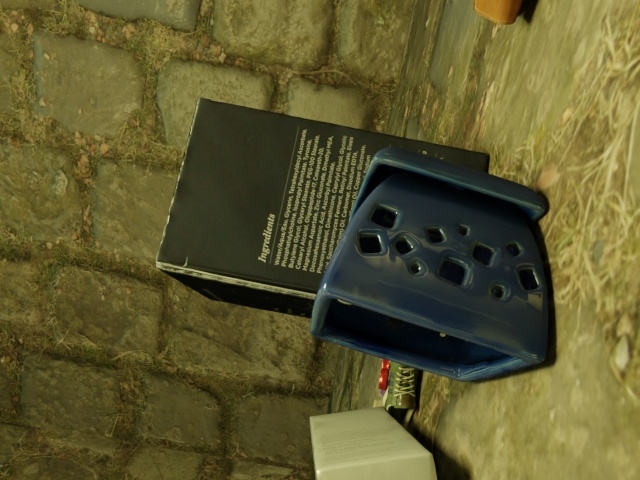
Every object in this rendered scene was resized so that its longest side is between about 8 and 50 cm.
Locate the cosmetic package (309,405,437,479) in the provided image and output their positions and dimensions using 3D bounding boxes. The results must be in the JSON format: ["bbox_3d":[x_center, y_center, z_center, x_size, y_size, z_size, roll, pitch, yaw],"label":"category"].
[{"bbox_3d":[0.072,0.403,0.793,0.385,0.157,0.217,108,155,-78],"label":"cosmetic package"}]

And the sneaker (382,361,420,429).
[{"bbox_3d":[0.162,0.282,0.967,0.086,0.065,0.191,-94,11,-63],"label":"sneaker"}]

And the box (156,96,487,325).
[{"bbox_3d":[0.000,0.000,0.986,0.480,0.473,0.297,107,173,-78],"label":"box"}]

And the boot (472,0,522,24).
[{"bbox_3d":[0.256,-0.397,0.652,0.283,0.109,0.220,-78,-1,-61],"label":"boot"}]

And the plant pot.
[{"bbox_3d":[0.128,0.032,0.626,0.236,0.236,0.211,104,-177,-69],"label":"plant pot"}]

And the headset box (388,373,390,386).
[{"bbox_3d":[0.171,0.287,1.086,0.083,0.032,0.062,98,-178,-75],"label":"headset box"}]

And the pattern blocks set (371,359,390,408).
[{"bbox_3d":[0.116,0.450,1.128,0.285,0.026,0.324,85,-163,-48],"label":"pattern blocks set"}]
